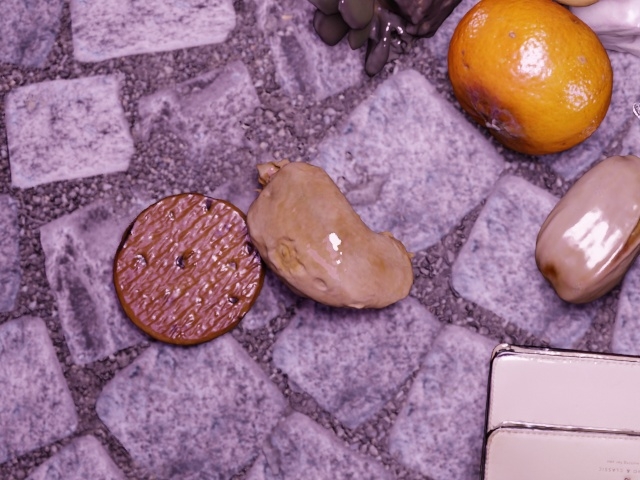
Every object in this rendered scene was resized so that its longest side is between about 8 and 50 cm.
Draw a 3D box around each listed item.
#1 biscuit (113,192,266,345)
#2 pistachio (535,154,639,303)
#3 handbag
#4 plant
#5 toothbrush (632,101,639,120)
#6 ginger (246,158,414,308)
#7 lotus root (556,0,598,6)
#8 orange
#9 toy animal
[{"bbox_3d":[-0.178,0.039,1.961,0.212,0.036,0.212,-1,86,7],"label":"biscuit"},{"bbox_3d":[0.364,-0.013,1.870,0.129,0.131,0.206,39,90,-34],"label":"pistachio"},{"bbox_3d":[0.384,0.263,1.830,0.359,0.160,0.236,4,93,6],"label":"handbag"},{"bbox_3d":[0.102,-0.369,1.901,0.276,0.199,0.188,-44,77,-4],"label":"plant"},{"bbox_3d":[0.500,-0.085,1.917,0.018,0.024,0.257,-39,84,2],"label":"toothbrush"},{"bbox_3d":[0.000,0.000,1.901,0.267,0.152,0.138,42,119,3],"label":"ginger"},{"bbox_3d":[0.316,-0.363,1.804,0.221,0.118,0.125,38,120,7],"label":"lotus root"},{"bbox_3d":[0.262,-0.210,1.854,0.224,0.224,0.170,37,70,7],"label":"orange"},{"bbox_3d":[0.427,-0.381,1.891,0.138,0.140,0.282,23,89,21],"label":"toy animal"}]
